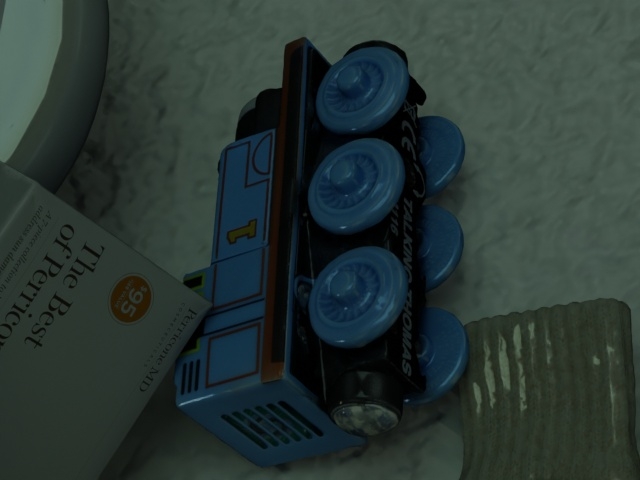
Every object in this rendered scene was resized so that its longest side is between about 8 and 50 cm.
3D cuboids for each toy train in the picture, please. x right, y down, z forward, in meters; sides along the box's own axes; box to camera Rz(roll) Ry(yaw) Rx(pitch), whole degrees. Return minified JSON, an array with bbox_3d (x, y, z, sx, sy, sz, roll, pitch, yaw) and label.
[{"bbox_3d":[0.000,0.000,0.671,0.105,0.080,0.184,-16,53,25],"label":"toy train"}]

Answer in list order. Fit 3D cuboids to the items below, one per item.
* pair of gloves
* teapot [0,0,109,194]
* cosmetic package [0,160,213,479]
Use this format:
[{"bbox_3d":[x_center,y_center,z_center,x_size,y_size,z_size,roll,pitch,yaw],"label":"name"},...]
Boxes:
[{"bbox_3d":[0.138,0.109,0.569,0.240,0.042,0.204,-5,65,32],"label":"pair of gloves"},{"bbox_3d":[-0.215,-0.080,0.710,0.256,0.187,0.252,-9,87,-12],"label":"teapot"},{"bbox_3d":[-0.148,0.094,0.611,0.060,0.099,0.239,26,81,50],"label":"cosmetic package"}]
